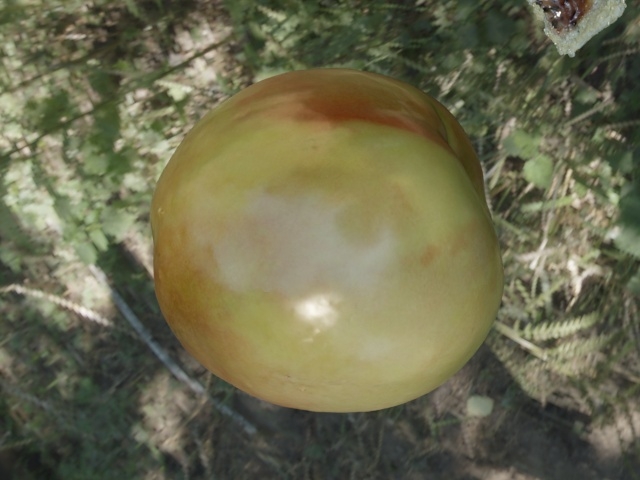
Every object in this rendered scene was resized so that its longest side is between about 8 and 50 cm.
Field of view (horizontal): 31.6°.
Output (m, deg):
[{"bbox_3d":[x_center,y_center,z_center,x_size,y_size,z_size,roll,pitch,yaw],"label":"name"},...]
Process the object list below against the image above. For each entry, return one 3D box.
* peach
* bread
[{"bbox_3d":[0.000,0.000,0.567,0.184,0.184,0.184,9,114,21],"label":"peach"},{"bbox_3d":[0.215,-0.206,0.963,0.070,0.035,0.083,-37,118,8],"label":"bread"}]
